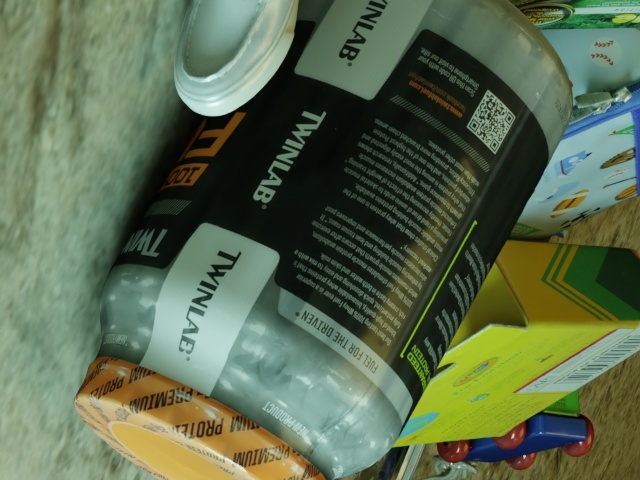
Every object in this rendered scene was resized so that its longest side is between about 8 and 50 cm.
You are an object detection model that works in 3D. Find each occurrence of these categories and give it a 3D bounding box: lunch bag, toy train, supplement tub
[{"bbox_3d":[0.175,-0.082,1.498,0.243,0.115,0.303,-23,167,4],"label":"lunch bag"},{"bbox_3d":[0.163,0.156,2.000,0.105,0.248,0.143,10,71,-32],"label":"toy train"},{"bbox_3d":[0.000,0.000,1.168,0.316,0.193,0.193,-60,161,-19],"label":"supplement tub"}]

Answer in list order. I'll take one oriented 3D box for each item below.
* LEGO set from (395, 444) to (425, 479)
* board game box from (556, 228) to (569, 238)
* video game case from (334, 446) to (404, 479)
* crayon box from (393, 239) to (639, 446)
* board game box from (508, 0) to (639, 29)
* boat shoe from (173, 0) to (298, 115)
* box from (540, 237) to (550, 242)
[{"bbox_3d":[0.075,0.282,1.913,0.182,0.060,0.244,28,85,-84],"label":"LEGO set"},{"bbox_3d":[0.271,-0.058,2.142,0.090,0.020,0.090,-61,162,-13],"label":"board game box"},{"bbox_3d":[0.015,0.249,1.803,0.274,0.026,0.196,-69,162,5],"label":"video game case"},{"bbox_3d":[0.125,0.084,1.587,0.202,0.081,0.318,-35,160,26],"label":"crayon box"},{"bbox_3d":[0.150,-0.167,1.280,0.136,0.259,0.030,136,-51,-67],"label":"board game box"},{"bbox_3d":[-0.035,-0.158,1.084,0.184,0.066,0.063,-61,151,-11],"label":"boat shoe"},{"bbox_3d":[0.155,0.018,1.847,0.233,0.059,0.183,-66,161,1],"label":"box"}]
